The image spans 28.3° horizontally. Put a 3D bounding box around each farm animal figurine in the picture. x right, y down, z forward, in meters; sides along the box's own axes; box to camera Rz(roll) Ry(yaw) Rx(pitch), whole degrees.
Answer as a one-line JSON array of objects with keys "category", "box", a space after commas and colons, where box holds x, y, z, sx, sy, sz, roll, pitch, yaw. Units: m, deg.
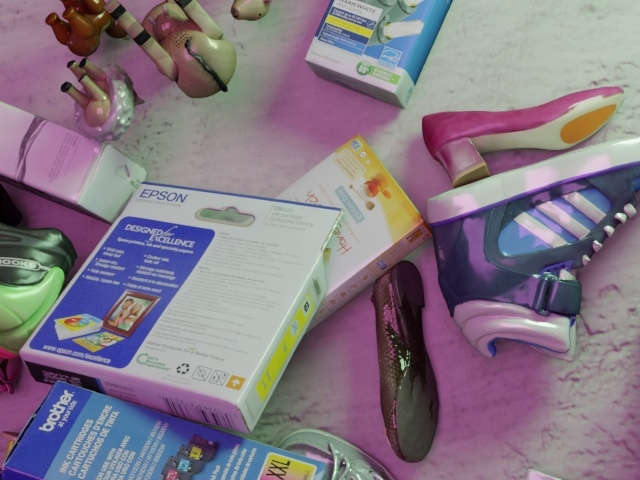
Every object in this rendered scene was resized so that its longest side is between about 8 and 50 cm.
[{"category": "farm animal figurine", "box": [-0.171, -0.285, 1.623, 0.330, 0.172, 0.327, -32, 39, 13]}]

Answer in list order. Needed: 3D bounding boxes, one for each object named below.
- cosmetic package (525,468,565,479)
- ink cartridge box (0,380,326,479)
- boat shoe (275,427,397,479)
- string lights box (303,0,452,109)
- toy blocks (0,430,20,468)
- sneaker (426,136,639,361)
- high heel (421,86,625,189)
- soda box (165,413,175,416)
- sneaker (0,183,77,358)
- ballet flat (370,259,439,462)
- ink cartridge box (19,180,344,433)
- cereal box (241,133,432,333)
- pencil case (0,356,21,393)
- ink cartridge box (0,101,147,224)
[{"category": "cosmetic package", "box": [0.343, 0.346, 1.461, 0.239, 0.060, 0.099, 16, 82, 16]}, {"category": "ink cartridge box", "box": [-0.214, 0.332, 1.461, 0.395, 0.270, 0.151, 17, 40, 9]}, {"category": "boat shoe", "box": [0.061, 0.346, 1.508, 0.118, 0.103, 0.320, -45, 73, 3]}, {"category": "string lights box", "box": [0.096, -0.316, 1.633, 0.133, 0.077, 0.260, 22, 86, 18]}, {"category": "toy blocks", "box": [-0.378, 0.334, 1.644, 0.123, 0.054, 0.148, 13, 84, 15]}, {"category": "sneaker", "box": [0.299, 0.019, 1.514, 0.322, 0.130, 0.236, -17, 92, -1]}, {"category": "high heel", "box": [0.248, -0.157, 1.579, 0.244, 0.082, 0.117, -28, 58, 7]}, {"category": "soda box", "box": [-0.252, 0.212, 1.634, 0.183, 0.058, 0.063, -18, 76, 11]}, {"category": "sneaker", "box": [-0.510, -0.003, 1.678, 0.482, 0.185, 0.202, 23, 61, 27]}, {"category": "ballet flat", "box": [0.095, 0.147, 1.558, 0.058, 0.084, 0.250, -15, 74, 40]}, {"category": "ink cartridge box", "box": [-0.156, 0.068, 1.535, 0.303, 0.072, 0.307, 9, 47, 26]}, {"category": "cereal box", "box": [0.000, 0.000, 1.591, 0.240, 0.047, 0.173, -38, 54, 4]}, {"category": "pencil case", "box": [-0.507, 0.176, 1.689, 0.209, 0.095, 0.098, -14, 92, 13]}, {"category": "ink cartridge box", "box": [-0.358, -0.104, 1.664, 0.217, 0.158, 0.092, 19, 84, 17]}]
